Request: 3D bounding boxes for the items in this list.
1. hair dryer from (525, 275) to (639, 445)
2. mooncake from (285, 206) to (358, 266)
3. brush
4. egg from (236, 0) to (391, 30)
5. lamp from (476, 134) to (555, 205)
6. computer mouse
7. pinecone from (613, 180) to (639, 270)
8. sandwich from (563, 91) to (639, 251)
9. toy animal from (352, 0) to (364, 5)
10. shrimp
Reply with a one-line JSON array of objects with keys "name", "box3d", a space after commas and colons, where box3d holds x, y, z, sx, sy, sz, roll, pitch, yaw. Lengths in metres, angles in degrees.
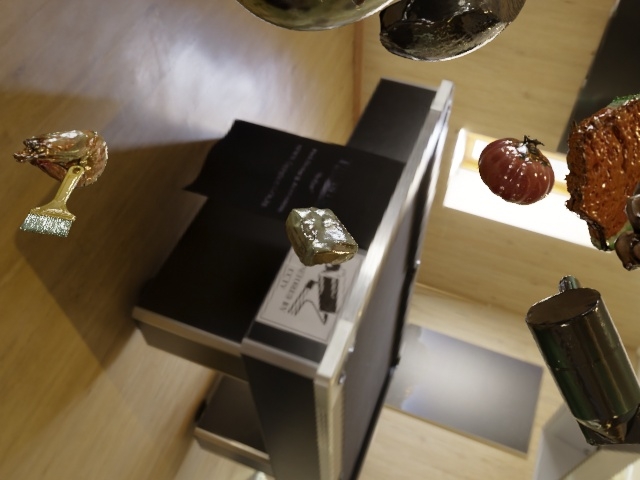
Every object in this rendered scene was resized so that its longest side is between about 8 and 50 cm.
[{"name": "hair dryer", "box3d": [0.440, 0.172, 1.008, 0.244, 0.116, 0.302, 64, 26, -10]}, {"name": "mooncake", "box3d": [0.000, 0.000, 1.238, 0.129, 0.125, 0.073, -3, 141, -34]}, {"name": "brush", "box3d": [-0.501, -0.083, 1.188, 0.205, 0.083, 0.011, -87, -172, -46]}, {"name": "egg", "box3d": [0.006, -0.564, 1.120, 0.345, 0.427, 0.345, 177, -90, -86]}, {"name": "lamp", "box3d": [0.450, -0.164, 1.397, 0.182, 0.182, 0.140, -54, 173, -51]}, {"name": "computer mouse", "box3d": [0.194, -0.306, 0.873, 0.295, 0.168, 0.087, -31, 109, -53]}, {"name": "pinecone", "box3d": [0.327, -0.012, 0.459, 0.179, 0.195, 0.150, -53, -152, 27]}, {"name": "sandwich", "box3d": [0.427, -0.102, 0.919, 0.079, 0.159, 0.235, -146, -131, -68]}, {"name": "toy animal", "box3d": [0.029, -0.430, 0.718, 0.097, 0.157, 0.313, 1, 94, -63]}, {"name": "shrimp", "box3d": [-0.637, -0.203, 1.521, 0.294, 0.062, 0.154, -10, 112, -63]}]
